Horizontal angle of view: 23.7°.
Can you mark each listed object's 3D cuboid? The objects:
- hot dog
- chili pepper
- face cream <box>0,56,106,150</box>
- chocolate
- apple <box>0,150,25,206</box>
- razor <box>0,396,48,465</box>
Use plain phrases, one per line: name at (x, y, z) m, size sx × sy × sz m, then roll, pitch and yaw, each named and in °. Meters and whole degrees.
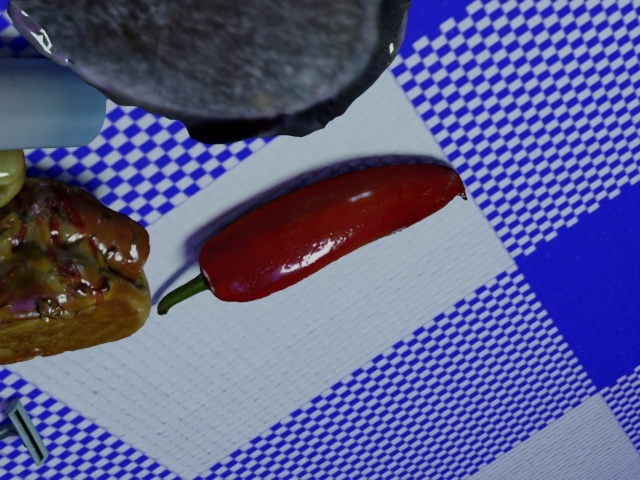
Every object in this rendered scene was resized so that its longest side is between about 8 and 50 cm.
hot dog at (-0.267, 0.029, 1.359) m, size 0.256 × 0.150 × 0.153 m, roll -10°, pitch 151°, yaw -29°
chili pepper at (0.005, -0.004, 1.588) m, size 0.368 × 0.092 × 0.137 m, roll -19°, pitch 157°, yaw -13°
face cream at (-0.286, -0.106, 1.188) m, size 0.250 × 0.077 × 0.077 m, roll -7°, pitch 141°, yaw -47°
chocolate at (-0.066, -0.244, 1.084) m, size 0.303 × 0.213 × 0.303 m, roll 12°, pitch 145°, yaw 8°
apple at (-0.287, -0.062, 1.282) m, size 0.084 × 0.071 × 0.084 m, roll -21°, pitch 148°, yaw -14°
razor at (-0.405, 0.240, 1.638) m, size 0.211 × 0.036 × 0.084 m, roll -22°, pitch 123°, yaw -3°
